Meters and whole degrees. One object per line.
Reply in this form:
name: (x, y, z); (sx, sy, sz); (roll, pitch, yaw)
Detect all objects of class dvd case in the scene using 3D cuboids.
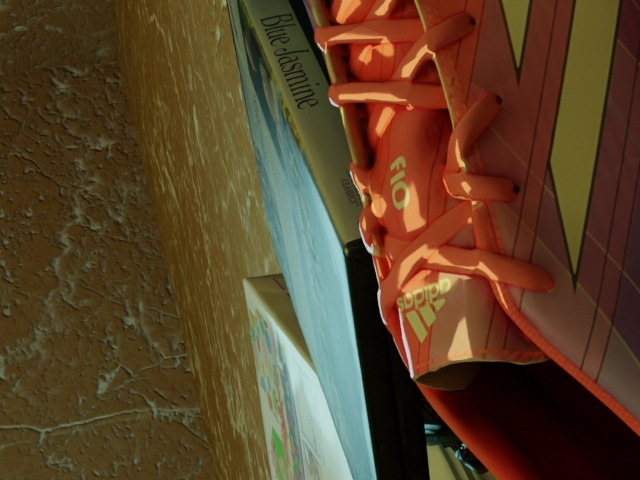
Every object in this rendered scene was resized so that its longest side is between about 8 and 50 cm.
dvd case: (0.000, 0.000, 0.568); (0.253, 0.022, 0.180); (-112, 10, -52)

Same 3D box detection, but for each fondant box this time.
fondant box: (0.035, 0.166, 0.900); (0.330, 0.096, 0.238); (-142, 43, -72)

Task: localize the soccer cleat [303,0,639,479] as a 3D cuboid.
soccer cleat: (0.052, -0.024, 0.380); (0.318, 0.116, 0.108); (59, 150, 9)

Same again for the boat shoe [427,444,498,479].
boat shoe: (0.095, 0.127, 0.617); (0.226, 0.076, 0.083); (59, 175, 47)

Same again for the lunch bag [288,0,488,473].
lunch bag: (0.057, -0.044, 0.572); (0.224, 0.108, 0.279); (132, 126, -75)
